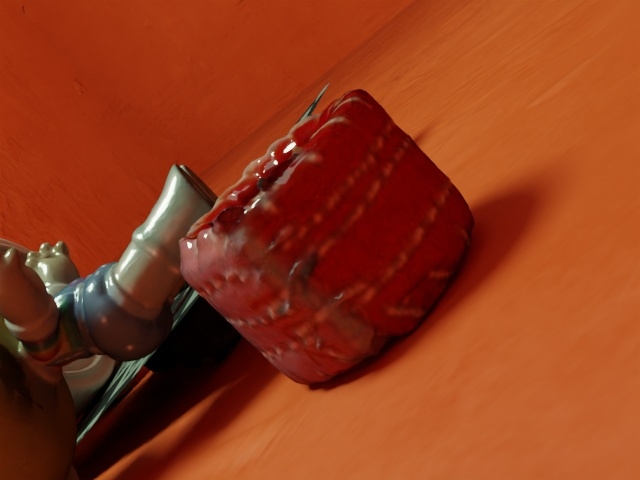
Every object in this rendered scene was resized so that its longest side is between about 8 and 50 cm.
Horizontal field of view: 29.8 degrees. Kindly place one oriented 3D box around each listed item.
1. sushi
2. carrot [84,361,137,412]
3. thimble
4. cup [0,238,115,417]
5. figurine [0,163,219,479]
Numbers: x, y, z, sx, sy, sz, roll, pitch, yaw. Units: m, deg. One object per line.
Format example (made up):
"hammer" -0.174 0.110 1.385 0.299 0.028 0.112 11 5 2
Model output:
"sushi" -0.101 0.055 1.132 0.343 0.064 0.359 -48 9 32
"carrot" -0.308 0.140 1.402 0.139 0.139 0.302 -46 12 -21
"thimble" 0.002 -0.003 0.762 0.163 0.125 0.189 -45 9 -7
"cup" -0.379 0.133 1.167 0.273 0.288 0.208 -46 2 20
"figurine" -0.208 0.109 0.870 0.382 0.205 0.224 -42 4 18
